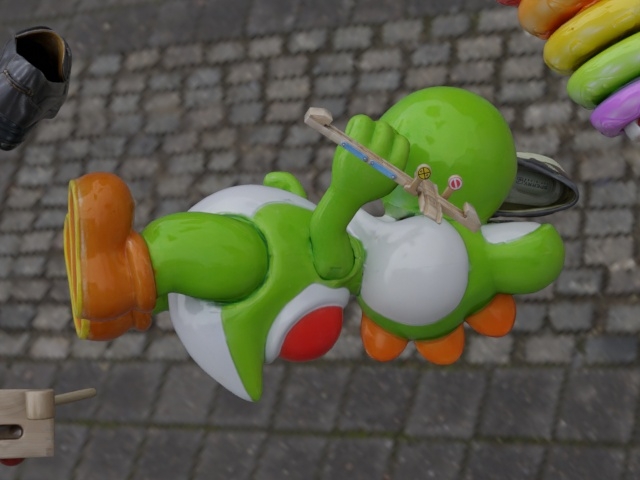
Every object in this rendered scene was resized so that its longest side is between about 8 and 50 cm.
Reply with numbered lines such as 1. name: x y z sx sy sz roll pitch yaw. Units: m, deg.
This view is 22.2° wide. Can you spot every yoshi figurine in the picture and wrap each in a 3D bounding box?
1. yoshi figurine: -0.003 -0.026 1.188 0.362 0.203 0.203 -3 38 -11

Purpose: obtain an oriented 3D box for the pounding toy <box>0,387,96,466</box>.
1. pounding toy: -0.357 0.224 1.940 0.206 0.181 0.094 168 103 -67

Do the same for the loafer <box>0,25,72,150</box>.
1. loafer: -0.195 -0.118 1.125 0.061 0.062 0.170 -47 16 20

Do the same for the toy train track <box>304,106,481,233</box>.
1. toy train track: 0.032 -0.031 0.649 0.014 0.083 0.048 -55 12 17

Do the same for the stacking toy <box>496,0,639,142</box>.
1. stacking toy: 0.234 -0.135 1.196 0.175 0.165 0.302 -32 78 41

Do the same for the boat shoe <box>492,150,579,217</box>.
1. boat shoe: 0.169 -0.063 1.715 0.073 0.223 0.080 -153 68 -68
